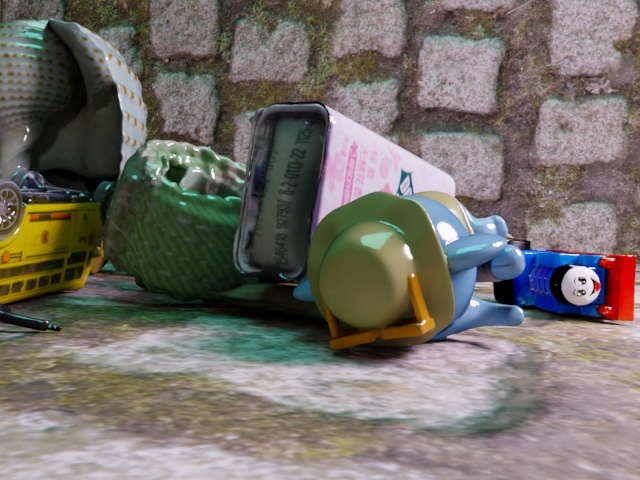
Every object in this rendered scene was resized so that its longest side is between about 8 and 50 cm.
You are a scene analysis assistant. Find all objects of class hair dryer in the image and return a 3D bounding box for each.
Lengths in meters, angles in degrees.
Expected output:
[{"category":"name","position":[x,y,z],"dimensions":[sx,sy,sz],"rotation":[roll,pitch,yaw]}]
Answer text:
[{"category":"hair dryer","position":[-0.271,0.072,0.616],"dimensions":[0.083,0.031,0.079],"rotation":[16,-7,-3]}]

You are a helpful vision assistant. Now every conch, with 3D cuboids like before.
[{"category":"conch","position":[-0.388,-0.179,1.047],"dimensions":[0.302,0.320,0.215],"rotation":[-1,13,19]}]

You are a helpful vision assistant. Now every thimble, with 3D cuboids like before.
[{"category":"thimble","position":[-0.163,-0.029,0.863],"dimensions":[0.218,0.150,0.219],"rotation":[20,20,-7]}]

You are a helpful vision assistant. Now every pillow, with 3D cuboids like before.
[{"category":"pillow","position":[-0.017,0.068,0.764],"dimensions":[0.217,0.033,0.130],"rotation":[5,-1,34]}]

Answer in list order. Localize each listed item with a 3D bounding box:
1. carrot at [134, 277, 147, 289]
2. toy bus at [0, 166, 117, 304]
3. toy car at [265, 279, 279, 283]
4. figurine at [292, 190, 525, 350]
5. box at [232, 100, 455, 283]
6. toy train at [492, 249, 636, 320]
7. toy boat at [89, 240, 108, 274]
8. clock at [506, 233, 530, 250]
[{"category":"carrot","position":[-0.168,0.024,0.987],"dimensions":[0.216,0.048,0.048],"rotation":[-21,17,-41]},{"category":"toy bus","position":[-0.363,-0.006,0.804],"dimensions":[0.144,0.152,0.330],"rotation":[9,6,11]},{"category":"toy car","position":[-0.162,-0.025,1.172],"dimensions":[0.358,0.177,0.213],"rotation":[3,3,8]},{"category":"figurine","position":[0.099,0.018,0.639],"dimensions":[0.180,0.154,0.262],"rotation":[23,28,39]},{"category":"box","position":[0.046,-0.030,0.836],"dimensions":[0.112,0.190,0.369],"rotation":[5,-6,33]},{"category":"toy train","position":[0.320,0.054,0.906],"dimensions":[0.131,0.083,0.204],"rotation":[3,0,-6]},{"category":"toy boat","position":[-0.393,0.005,1.129],"dimensions":[0.088,0.089,0.229],"rotation":[24,7,-5]},{"category":"clock","position":[0.292,0.016,1.569],"dimensions":[0.378,0.120,0.276],"rotation":[7,4,-30]}]
